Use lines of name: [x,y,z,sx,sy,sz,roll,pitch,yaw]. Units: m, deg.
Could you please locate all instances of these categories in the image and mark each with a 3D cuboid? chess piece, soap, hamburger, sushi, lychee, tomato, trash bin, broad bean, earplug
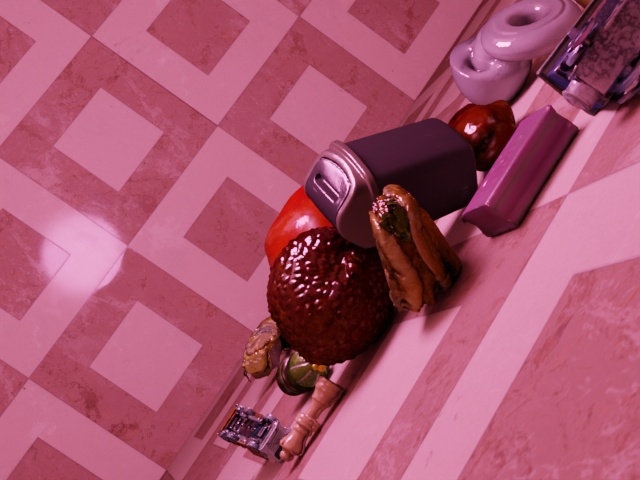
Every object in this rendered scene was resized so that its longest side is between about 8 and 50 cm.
chess piece: [-0.021,0.337,1.641,0.172,0.060,0.060,-58,5,-8]
soap: [0.314,-0.108,1.390,0.203,0.066,0.122,-56,5,-13]
hamburger: [0.156,0.006,1.457,0.130,0.206,0.183,-18,10,5]
sushi: [-0.130,0.295,2.583,0.139,0.131,0.291,-24,15,32]
lychee: [0.019,0.105,1.683,0.260,0.261,0.260,-54,5,7]
tomato: [0.000,0.000,2.432,0.290,0.293,0.325,-29,16,44]
trash bin: [0.131,-0.109,1.645,0.291,0.182,0.209,-21,34,-13]
broad bean: [0.317,-0.215,1.743,0.156,0.122,0.228,-57,8,17]
earplug: [0.425,-0.417,1.924,0.326,0.175,0.214,-34,17,49]

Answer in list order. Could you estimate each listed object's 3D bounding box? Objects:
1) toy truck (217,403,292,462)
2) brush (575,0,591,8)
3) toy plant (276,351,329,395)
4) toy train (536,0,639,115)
toy truck: [-0.121,0.408,1.808,0.178,0.115,0.080,0,51,56]
brush: [0.595,-0.598,1.817,0.233,0.103,0.047,-50,10,37]
toy plant: [-0.034,0.281,1.909,0.162,0.093,0.092,-41,14,54]
toy train: [0.445,-0.314,1.249,0.299,0.131,0.202,-53,-2,9]
